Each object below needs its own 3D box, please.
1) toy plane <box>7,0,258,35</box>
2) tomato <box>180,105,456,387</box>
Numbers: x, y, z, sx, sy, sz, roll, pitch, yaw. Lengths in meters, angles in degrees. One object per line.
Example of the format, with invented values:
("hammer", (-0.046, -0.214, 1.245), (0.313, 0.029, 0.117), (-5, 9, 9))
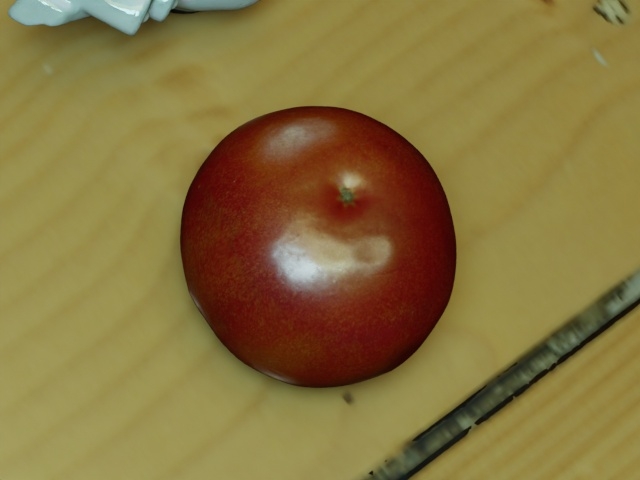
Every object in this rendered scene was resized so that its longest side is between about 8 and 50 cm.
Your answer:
("toy plane", (-0.152, -0.237, 1.344), (0.267, 0.122, 0.267), (13, 46, -14))
("tomato", (0.000, 0.000, 1.273), (0.195, 0.136, 0.195), (6, 65, -13))
